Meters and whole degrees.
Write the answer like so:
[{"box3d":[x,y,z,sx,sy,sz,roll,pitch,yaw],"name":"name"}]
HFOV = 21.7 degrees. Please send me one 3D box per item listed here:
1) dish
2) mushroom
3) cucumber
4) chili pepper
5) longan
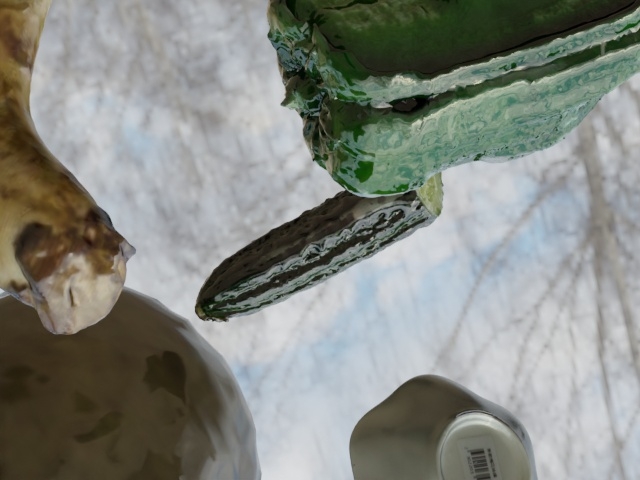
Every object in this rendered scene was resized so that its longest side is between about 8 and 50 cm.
[{"box3d":[0.119,0.191,1.357,0.190,0.191,0.066,-33,178,-35],"name":"dish"},{"box3d":[-0.137,-0.149,0.711,0.233,0.208,0.302,11,-132,21],"name":"mushroom"},{"box3d":[0.001,0.001,1.561,0.265,0.077,0.077,-29,-159,10],"name":"cucumber"},{"box3d":[0.142,-0.158,1.231,0.385,0.167,0.213,-25,-127,-16],"name":"chili pepper"},{"box3d":[-0.254,0.234,1.623,0.404,0.404,0.436,-13,-172,9],"name":"longan"}]
